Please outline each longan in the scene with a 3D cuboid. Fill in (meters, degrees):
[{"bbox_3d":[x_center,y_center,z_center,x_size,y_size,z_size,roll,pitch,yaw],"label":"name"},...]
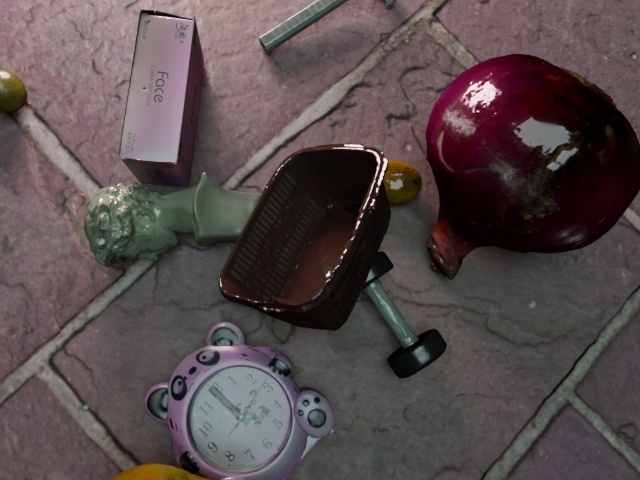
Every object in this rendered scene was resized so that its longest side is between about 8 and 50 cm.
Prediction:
[{"bbox_3d":[-0.537,-0.245,0.899,0.075,0.075,0.083,15,81,-3],"label":"longan"}]

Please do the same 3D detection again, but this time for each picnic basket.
[{"bbox_3d":[0.000,0.000,0.821,0.222,0.129,0.297,5,58,37],"label":"picnic basket"}]

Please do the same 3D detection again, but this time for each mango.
[{"bbox_3d":[0.122,-0.103,0.946,0.114,0.057,0.079,2,83,3],"label":"mango"}]

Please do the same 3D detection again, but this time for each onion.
[{"bbox_3d":[0.296,-0.090,0.859,0.347,0.348,0.385,36,112,2],"label":"onion"}]

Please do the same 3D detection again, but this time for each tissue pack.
[{"bbox_3d":[-0.255,-0.227,0.886,0.092,0.148,0.247,5,80,-6],"label":"tissue pack"}]

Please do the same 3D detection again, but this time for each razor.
[{"bbox_3d":[0.007,-0.434,0.997,0.277,0.056,0.111,-34,85,-11],"label":"razor"}]

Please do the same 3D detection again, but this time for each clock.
[{"bbox_3d":[-0.128,0.268,0.829,0.248,0.090,0.227,43,78,5],"label":"clock"}]

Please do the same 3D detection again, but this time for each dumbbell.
[{"bbox_3d":[0.115,0.120,0.876,0.100,0.100,0.191,-33,85,-11],"label":"dumbbell"}]

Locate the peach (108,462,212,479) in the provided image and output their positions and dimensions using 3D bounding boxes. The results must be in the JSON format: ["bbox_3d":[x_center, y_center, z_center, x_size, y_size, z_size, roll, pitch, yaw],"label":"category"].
[{"bbox_3d":[-0.214,0.445,0.632,0.307,0.308,0.332,31,86,1],"label":"peach"}]

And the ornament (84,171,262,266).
[{"bbox_3d":[-0.233,-0.041,0.863,0.285,0.120,0.130,-10,78,-9],"label":"ornament"}]
